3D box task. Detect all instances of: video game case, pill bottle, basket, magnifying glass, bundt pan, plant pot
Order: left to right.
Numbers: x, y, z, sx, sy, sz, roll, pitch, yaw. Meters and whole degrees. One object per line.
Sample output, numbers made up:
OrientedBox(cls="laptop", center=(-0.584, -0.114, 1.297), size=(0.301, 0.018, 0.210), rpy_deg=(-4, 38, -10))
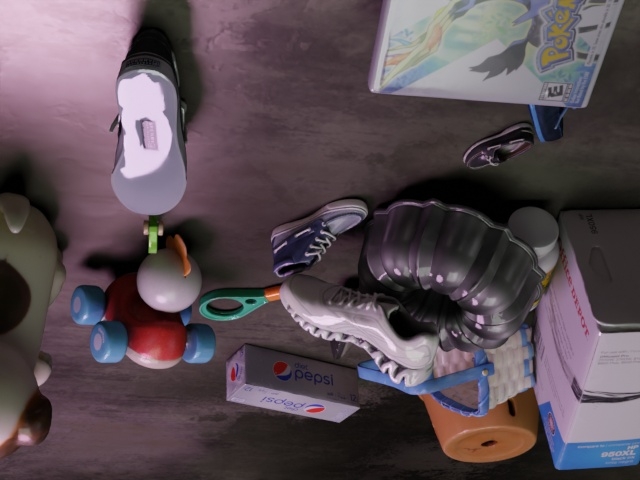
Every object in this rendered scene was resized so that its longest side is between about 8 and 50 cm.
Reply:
OrientedBox(cls="magnifying glass", center=(-0.125, 0.111, 1.974), size=(0.231, 0.026, 0.092), rpy_deg=(-15, 145, 16))
OrientedBox(cls="bundt pan", center=(0.207, 0.079, 1.753), size=(0.331, 0.124, 0.331), rpy_deg=(18, 147, 12))
OrientedBox(cls="basket", center=(0.243, 0.235, 1.984), size=(0.289, 0.201, 0.255), rpy_deg=(-15, -170, -24))
OrientedBox(cls="plant pot", center=(0.353, 0.348, 2.218), size=(0.291, 0.203, 0.291), rpy_deg=(-3, 147, -2))
OrientedBox(cls="video game case", center=(0.231, -0.316, 1.260), size=(0.300, 0.036, 0.329), rpy_deg=(3, 130, -9))
OrientedBox(cls="pill bottle", center=(0.355, 0.034, 1.813), size=(0.118, 0.117, 0.208), rpy_deg=(-1, 146, -4))

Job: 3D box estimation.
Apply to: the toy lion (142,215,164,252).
OrientedBox(cls="toy lion", center=(-0.278, -0.016, 1.702), size=(0.034, 0.100, 0.096), rpy_deg=(1, 128, -10))

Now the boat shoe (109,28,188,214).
OrientedBox(cls="boat shoe", center=(-0.245, -0.164, 1.470), size=(0.113, 0.105, 0.306), rpy_deg=(2, 140, 0))

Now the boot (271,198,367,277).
OrientedBox(cls="boot", center=(0.000, 0.000, 1.757), size=(0.190, 0.086, 0.069), rpy_deg=(-23, 142, 28))

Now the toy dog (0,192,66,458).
OrientedBox(cls="toy dog", center=(-0.532, 0.160, 1.661), size=(0.285, 0.407, 0.395), rpy_deg=(22, 140, -34))

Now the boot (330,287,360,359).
OrientedBox(cls="boot", center=(0.106, 0.161, 2.027), size=(0.161, 0.083, 0.246), rpy_deg=(-4, 151, -13))

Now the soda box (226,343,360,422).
OrientedBox(cls="soda box", center=(-0.058, 0.311, 2.218), size=(0.286, 0.098, 0.091), rpy_deg=(16, 141, -27))

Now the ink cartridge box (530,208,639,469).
OrientedBox(cls="ink cartridge box", center=(0.497, 0.178, 1.830), size=(0.166, 0.285, 0.395), rpy_deg=(-2, 135, -3))

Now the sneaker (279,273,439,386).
OrientedBox(cls="sneaker", center=(0.069, 0.123, 1.721), size=(0.292, 0.110, 0.118), rpy_deg=(27, 136, 11))

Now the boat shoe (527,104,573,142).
OrientedBox(cls="boat shoe", center=(0.324, -0.227, 1.423), size=(0.089, 0.109, 0.258), rpy_deg=(-14, 148, 10))

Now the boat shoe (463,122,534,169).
OrientedBox(cls="boat shoe", center=(0.280, -0.139, 1.612), size=(0.125, 0.038, 0.046), rpy_deg=(-26, 141, 30))

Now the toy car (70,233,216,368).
OrientedBox(cls="toy car", center=(-0.286, 0.082, 1.818), size=(0.219, 0.210, 0.238), rpy_deg=(7, 119, -38))
